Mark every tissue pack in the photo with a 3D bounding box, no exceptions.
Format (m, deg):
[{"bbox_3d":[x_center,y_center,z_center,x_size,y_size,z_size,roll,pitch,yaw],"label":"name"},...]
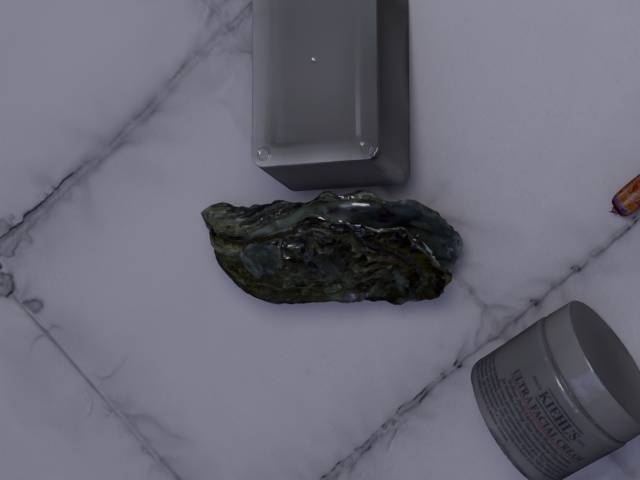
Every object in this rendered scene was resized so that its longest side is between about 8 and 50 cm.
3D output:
[{"bbox_3d":[0.011,-0.193,1.768,0.160,0.136,0.246,-2,80,17],"label":"tissue pack"}]

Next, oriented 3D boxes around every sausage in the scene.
[{"bbox_3d":[0.393,-0.071,1.776,0.129,0.034,0.034,-39,89,20],"label":"sausage"}]

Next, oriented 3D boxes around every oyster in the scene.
[{"bbox_3d":[-0.004,0.002,1.852,0.351,0.158,0.162,6,119,26],"label":"oyster"}]

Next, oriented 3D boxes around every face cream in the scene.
[{"bbox_3d":[0.285,0.183,1.786,0.153,0.177,0.177,-36,90,21],"label":"face cream"}]
